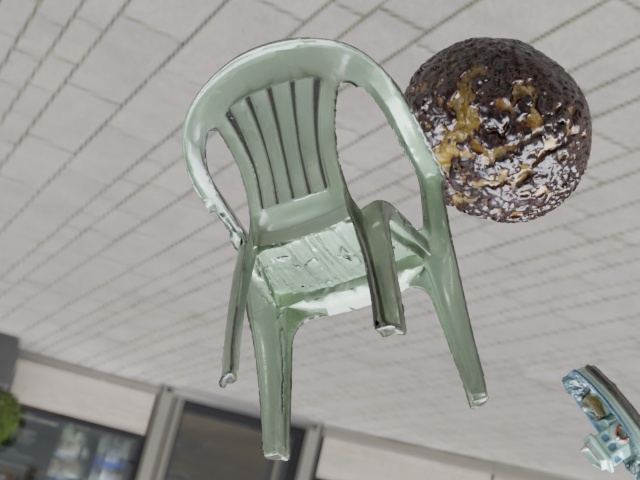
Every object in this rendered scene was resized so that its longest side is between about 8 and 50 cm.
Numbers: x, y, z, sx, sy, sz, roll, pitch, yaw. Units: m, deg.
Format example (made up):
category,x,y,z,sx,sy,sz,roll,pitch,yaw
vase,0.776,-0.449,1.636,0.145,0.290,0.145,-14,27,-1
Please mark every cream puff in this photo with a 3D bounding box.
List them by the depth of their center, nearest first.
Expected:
category,x,y,z,sx,sy,sz,roll,pitch,yaw
cream puff,0.201,-0.124,1.273,0.239,0.165,0.239,31,148,22

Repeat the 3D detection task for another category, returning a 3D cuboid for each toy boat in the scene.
category,x,y,z,sx,sy,sz,roll,pitch,yaw
toy boat,0.291,0.193,1.080,0.140,0.066,0.059,53,163,18

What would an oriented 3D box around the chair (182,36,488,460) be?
category,x,y,z,sx,sy,sz,roll,pitch,yaw
chair,0.000,0.000,0.858,0.203,0.275,0.190,-20,142,14
